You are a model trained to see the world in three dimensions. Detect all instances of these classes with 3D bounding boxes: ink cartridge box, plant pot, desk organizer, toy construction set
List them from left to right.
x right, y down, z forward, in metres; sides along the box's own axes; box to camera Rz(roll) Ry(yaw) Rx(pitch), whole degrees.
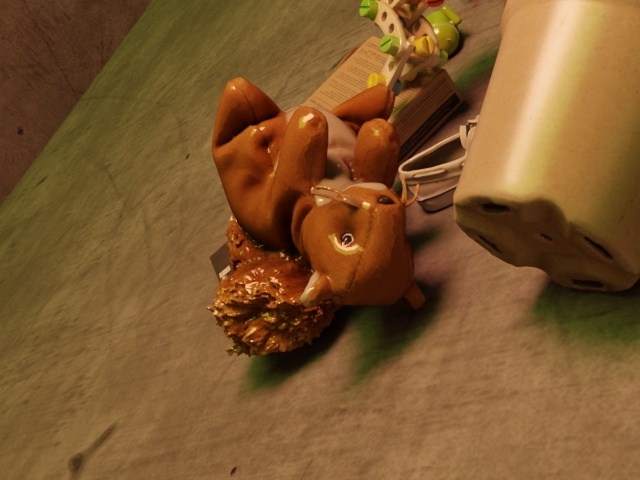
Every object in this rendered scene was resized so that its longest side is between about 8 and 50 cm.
[{"bbox_3d":[-0.152,0.054,1.828,0.047,0.050,0.130,-41,26,4],"label":"desk organizer"},{"bbox_3d":[0.104,-0.237,1.817,0.193,0.088,0.234,-46,39,-4],"label":"ink cartridge box"},{"bbox_3d":[0.189,-0.381,1.626,0.327,0.151,0.215,-29,56,35],"label":"toy construction set"},{"bbox_3d":[0.306,-0.122,1.192,0.334,0.334,0.305,4,63,57],"label":"plant pot"}]

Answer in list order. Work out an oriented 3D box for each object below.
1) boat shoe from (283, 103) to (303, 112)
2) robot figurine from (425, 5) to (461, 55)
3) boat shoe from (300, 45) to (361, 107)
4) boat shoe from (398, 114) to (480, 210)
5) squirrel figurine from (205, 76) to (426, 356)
[{"bbox_3d":[-0.048,-0.253,2.144,0.153,0.056,0.048,-20,38,52],"label":"boat shoe"},{"bbox_3d":[0.223,-0.382,1.937,0.101,0.067,0.115,-49,21,31],"label":"robot figurine"},{"bbox_3d":[0.017,-0.231,1.984,0.302,0.109,0.098,-55,-8,-13],"label":"boat shoe"},{"bbox_3d":[0.236,-0.139,1.528,0.267,0.088,0.096,-26,30,32],"label":"boat shoe"},{"bbox_3d":[0.000,0.000,1.511,0.370,0.281,0.397,57,132,44],"label":"squirrel figurine"}]
